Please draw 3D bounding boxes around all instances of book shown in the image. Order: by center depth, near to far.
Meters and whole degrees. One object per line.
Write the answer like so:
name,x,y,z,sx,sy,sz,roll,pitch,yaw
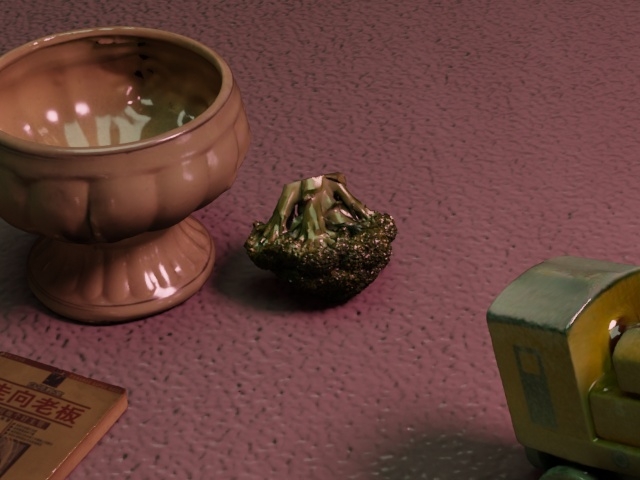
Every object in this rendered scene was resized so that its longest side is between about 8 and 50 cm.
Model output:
book,-0.312,0.201,1.455,0.161,0.026,0.231,15,39,22

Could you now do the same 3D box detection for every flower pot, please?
flower pot,-0.226,-0.069,1.636,0.307,0.244,0.307,0,36,0

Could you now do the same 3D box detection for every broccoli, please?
broccoli,0.000,0.000,1.625,0.162,0.138,0.146,-11,3,10

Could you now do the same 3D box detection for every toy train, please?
toy train,0.312,0.154,1.240,0.160,0.253,0.397,-31,26,-34
